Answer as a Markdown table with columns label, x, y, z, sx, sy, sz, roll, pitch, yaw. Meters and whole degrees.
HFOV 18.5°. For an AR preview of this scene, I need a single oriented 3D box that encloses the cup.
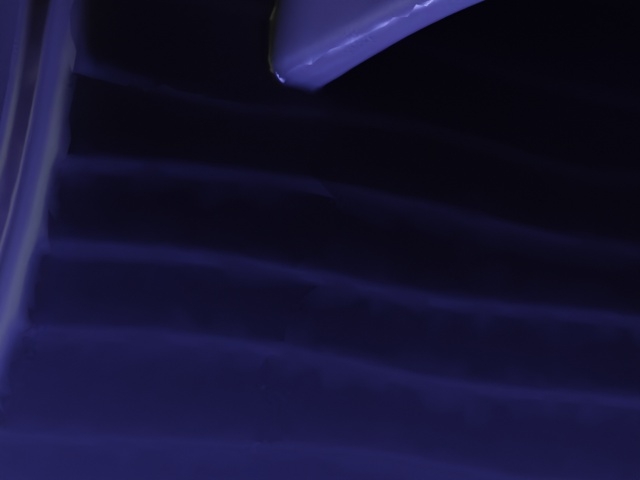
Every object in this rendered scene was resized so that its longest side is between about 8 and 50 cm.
| label | x | y | z | sx | sy | sz | roll | pitch | yaw |
| --- | --- | --- | --- | --- | --- | --- | --- | --- | --- |
| cup | 0.043 | 0.007 | 0.437 | 0.288 | 0.273 | 0.208 | 21 | 98 | 65 |
